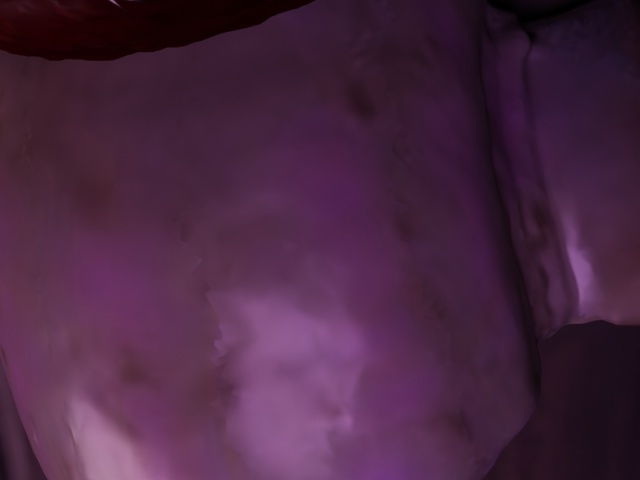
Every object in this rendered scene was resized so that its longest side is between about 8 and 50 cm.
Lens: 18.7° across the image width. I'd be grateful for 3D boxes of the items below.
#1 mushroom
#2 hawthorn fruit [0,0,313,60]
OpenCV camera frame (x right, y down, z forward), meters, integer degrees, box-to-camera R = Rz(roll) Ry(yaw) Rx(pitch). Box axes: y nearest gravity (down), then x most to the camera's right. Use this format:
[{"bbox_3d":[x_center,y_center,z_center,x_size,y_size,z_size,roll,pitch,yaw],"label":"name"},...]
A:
[{"bbox_3d":[-0.011,-0.015,0.556,0.236,0.162,0.173,-12,124,12],"label":"mushroom"},{"bbox_3d":[-0.021,-0.156,0.418,0.266,0.210,0.230,5,116,48],"label":"hawthorn fruit"}]
